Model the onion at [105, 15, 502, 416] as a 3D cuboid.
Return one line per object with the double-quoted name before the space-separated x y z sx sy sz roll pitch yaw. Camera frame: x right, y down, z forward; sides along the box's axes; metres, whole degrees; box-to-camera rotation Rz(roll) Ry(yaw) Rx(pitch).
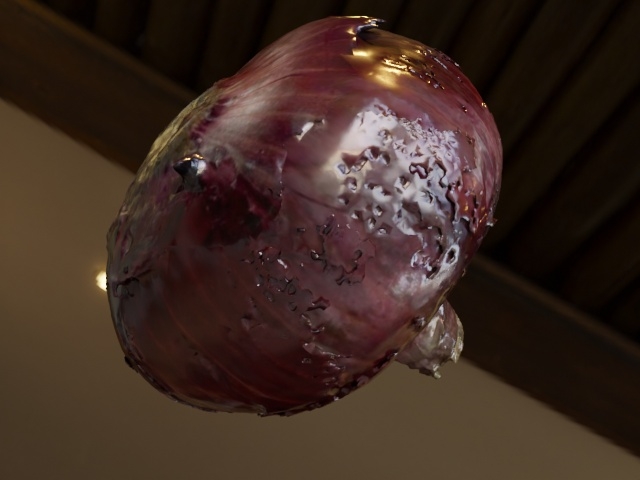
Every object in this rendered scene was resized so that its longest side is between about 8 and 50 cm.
"onion" 0.000 0.000 0.722 0.252 0.252 0.219 -18 -56 45
